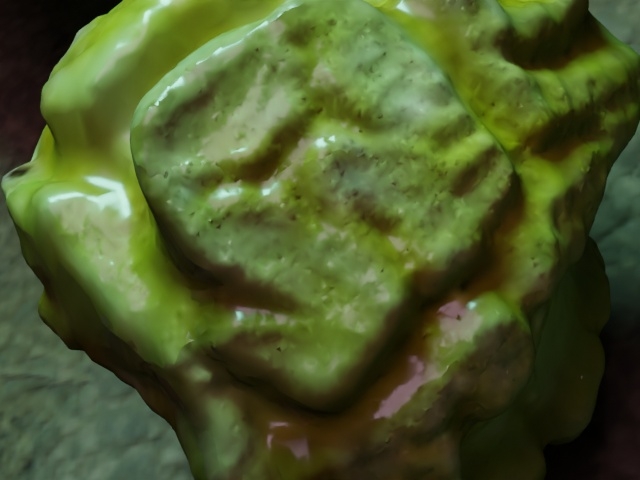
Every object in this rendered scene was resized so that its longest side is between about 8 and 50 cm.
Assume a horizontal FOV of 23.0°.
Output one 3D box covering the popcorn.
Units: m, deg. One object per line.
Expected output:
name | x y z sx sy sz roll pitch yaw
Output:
popcorn | 0.001 -0.001 0.473 0.185 0.187 0.167 12 32 44
